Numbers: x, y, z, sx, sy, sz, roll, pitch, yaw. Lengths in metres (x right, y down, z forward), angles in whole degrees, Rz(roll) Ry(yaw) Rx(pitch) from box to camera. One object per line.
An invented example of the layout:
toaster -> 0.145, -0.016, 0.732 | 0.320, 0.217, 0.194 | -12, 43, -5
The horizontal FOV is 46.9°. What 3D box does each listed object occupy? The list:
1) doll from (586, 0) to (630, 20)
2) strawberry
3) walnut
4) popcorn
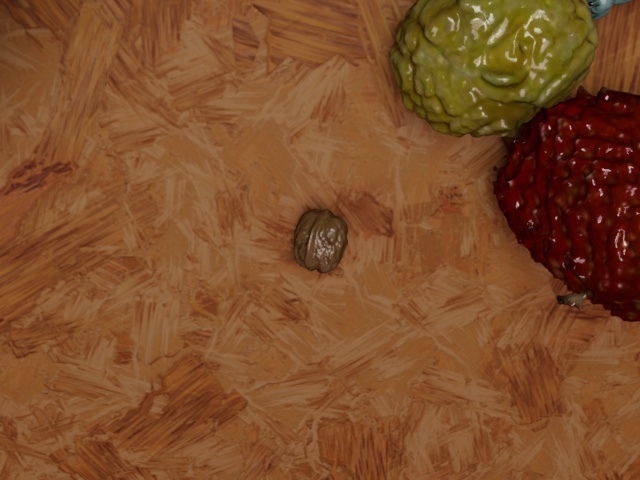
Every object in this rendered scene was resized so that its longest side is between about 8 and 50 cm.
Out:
doll -> 0.401, -0.321, 0.918 | 0.159, 0.158, 0.059 | -19, 105, 11
strawberry -> 0.367, -0.029, 0.946 | 0.292, 0.343, 0.292 | 5, 128, 6
walnut -> 0.000, 0.000, 1.071 | 0.079, 0.082, 0.096 | 18, 106, 20
popcorn -> 0.222, -0.246, 0.926 | 0.237, 0.251, 0.206 | -34, 90, 47
